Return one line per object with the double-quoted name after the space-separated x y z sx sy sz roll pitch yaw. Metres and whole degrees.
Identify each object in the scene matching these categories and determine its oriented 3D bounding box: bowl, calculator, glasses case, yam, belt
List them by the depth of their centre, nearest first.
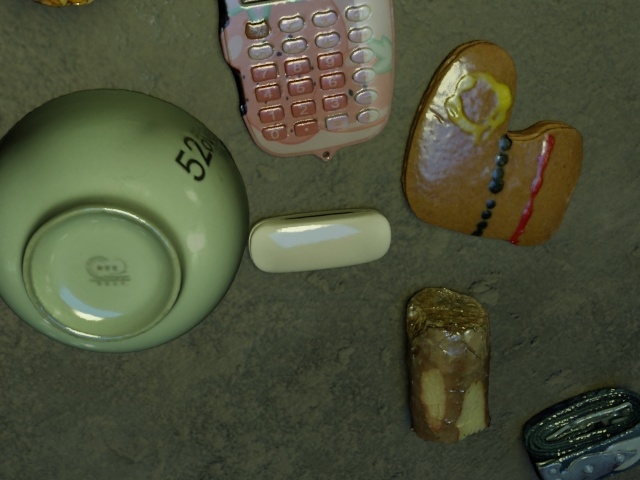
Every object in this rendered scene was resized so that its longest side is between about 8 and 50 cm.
-0.258 0.004 0.819 0.353 0.185 0.354 -4 114 -9 "bowl"
-0.016 -0.255 0.826 0.220 0.048 0.330 -11 118 -6 "calculator"
0.000 0.000 0.938 0.204 0.051 0.081 -5 116 -8 "glasses case"
0.201 0.198 1.029 0.128 0.129 0.238 7 117 25 "yam"
0.472 0.354 1.148 0.218 0.122 0.128 -26 118 9 "belt"

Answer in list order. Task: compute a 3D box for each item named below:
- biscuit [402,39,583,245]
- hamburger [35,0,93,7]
0.258 -0.125 0.929 0.277 0.052 0.262 14 111 -16 "biscuit"
-0.274 -0.381 0.573 0.250 0.330 0.330 -44 114 12 "hamburger"
